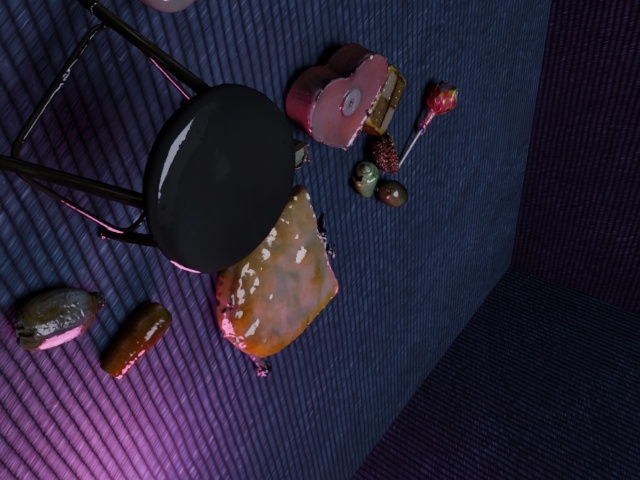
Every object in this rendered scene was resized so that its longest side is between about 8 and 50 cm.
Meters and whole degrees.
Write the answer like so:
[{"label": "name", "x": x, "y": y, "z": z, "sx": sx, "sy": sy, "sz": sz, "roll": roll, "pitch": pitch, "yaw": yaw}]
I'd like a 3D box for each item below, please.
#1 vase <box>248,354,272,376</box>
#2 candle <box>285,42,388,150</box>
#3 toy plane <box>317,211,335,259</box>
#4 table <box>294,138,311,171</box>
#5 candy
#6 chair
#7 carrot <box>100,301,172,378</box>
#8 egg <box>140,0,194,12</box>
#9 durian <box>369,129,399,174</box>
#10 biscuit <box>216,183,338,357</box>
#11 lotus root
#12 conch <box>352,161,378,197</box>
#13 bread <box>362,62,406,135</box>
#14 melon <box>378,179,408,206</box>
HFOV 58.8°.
[{"label": "vase", "x": -0.202, "y": 0.365, "z": 1.788, "sx": 0.059, "sy": 0.059, "sz": 0.167, "roll": -49, "pitch": 144, "yaw": -27}, {"label": "candle", "x": 0.048, "y": -0.397, "z": 1.615, "sx": 0.317, "sy": 0.131, "sz": 0.287, "roll": -41, "pitch": 148, "yaw": -20}, {"label": "toy plane", "x": 0.001, "y": 0.001, "z": 1.853, "sx": 0.130, "sy": 0.061, "sz": 0.189, "roll": 7, "pitch": 103, "yaw": -26}, {"label": "table", "x": -0.082, "y": -0.235, "z": 1.557, "sx": 0.079, "sy": 0.083, "sz": 0.062, "roll": -42, "pitch": 140, "yaw": -36}, {"label": "candy", "x": 0.391, "y": -0.431, "z": 2.138, "sx": 0.365, "sy": 0.124, "sz": 0.124, "roll": -59, "pitch": 148, "yaw": 3}, {"label": "chair", "x": -0.289, "y": -0.158, "z": 0.989, "sx": 0.362, "sy": 0.410, "sz": 0.364, "roll": -60, "pitch": 147, "yaw": -10}, {"label": "carrot", "x": -0.433, "y": 0.234, "z": 1.337, "sx": 0.193, "sy": 0.087, "sz": 0.087, "roll": -51, "pitch": 145, "yaw": -20}, {"label": "egg", "x": -0.285, "y": -0.519, "z": 0.992, "sx": 0.168, "sy": 0.168, "sz": 0.231, "roll": -41, "pitch": 136, "yaw": -35}, {"label": "durian", "x": 0.210, "y": -0.302, "z": 1.925, "sx": 0.148, "sy": 0.091, "sz": 0.188, "roll": -99, "pitch": -179, "yaw": -46}, {"label": "biscuit", "x": -0.129, "y": 0.129, "z": 1.686, "sx": 0.446, "sy": 0.104, "sz": 0.429, "roll": -48, "pitch": 137, "yaw": -26}, {"label": "lotus root", "x": -0.522, "y": 0.150, "z": 1.149, "sx": 0.192, "sy": 0.088, "sz": 0.113, "roll": -23, "pitch": 121, "yaw": -49}, {"label": "conch", "x": 0.154, "y": -0.196, "z": 1.950, "sx": 0.105, "sy": 0.079, "sz": 0.170, "roll": -39, "pitch": 148, "yaw": -14}, {"label": "bread", "x": 0.178, "y": -0.451, "z": 1.797, "sx": 0.181, "sy": 0.096, "sz": 0.222, "roll": 26, "pitch": 87, "yaw": -61}, {"label": "melon", "x": 0.272, "y": -0.173, "z": 2.109, "sx": 0.162, "sy": 0.099, "sz": 0.099, "roll": 14, "pitch": 98, "yaw": -64}]
